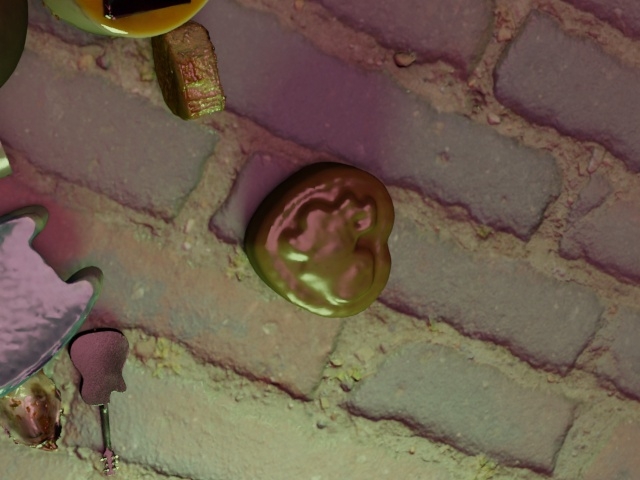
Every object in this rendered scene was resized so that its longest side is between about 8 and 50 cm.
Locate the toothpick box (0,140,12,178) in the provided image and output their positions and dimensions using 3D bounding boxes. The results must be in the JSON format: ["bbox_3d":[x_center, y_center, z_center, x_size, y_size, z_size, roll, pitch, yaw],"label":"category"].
[{"bbox_3d":[-0.522,-0.106,1.555,0.180,0.111,0.111,-24,107,-15],"label":"toothpick box"}]

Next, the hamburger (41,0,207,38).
[{"bbox_3d":[-0.262,-0.407,1.542,0.294,0.179,0.276,-19,118,-24],"label":"hamburger"}]

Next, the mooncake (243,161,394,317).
[{"bbox_3d":[0.000,0.000,1.757,0.234,0.117,0.235,-5,104,-20],"label":"mooncake"}]

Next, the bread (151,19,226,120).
[{"bbox_3d":[-0.187,-0.241,1.636,0.069,0.128,0.140,-15,106,-21],"label":"bread"}]

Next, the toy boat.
[{"bbox_3d":[-0.476,0.104,1.627,0.330,0.123,0.215,-47,107,-18],"label":"toy boat"}]

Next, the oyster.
[{"bbox_3d":[-0.428,0.245,1.685,0.103,0.051,0.148,-19,90,-12],"label":"oyster"}]

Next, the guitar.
[{"bbox_3d":[-0.327,0.245,1.735,0.088,0.025,0.233,-7,102,-19],"label":"guitar"}]

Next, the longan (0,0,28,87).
[{"bbox_3d":[-0.493,-0.285,1.481,0.246,0.215,0.246,5,76,-21],"label":"longan"}]
